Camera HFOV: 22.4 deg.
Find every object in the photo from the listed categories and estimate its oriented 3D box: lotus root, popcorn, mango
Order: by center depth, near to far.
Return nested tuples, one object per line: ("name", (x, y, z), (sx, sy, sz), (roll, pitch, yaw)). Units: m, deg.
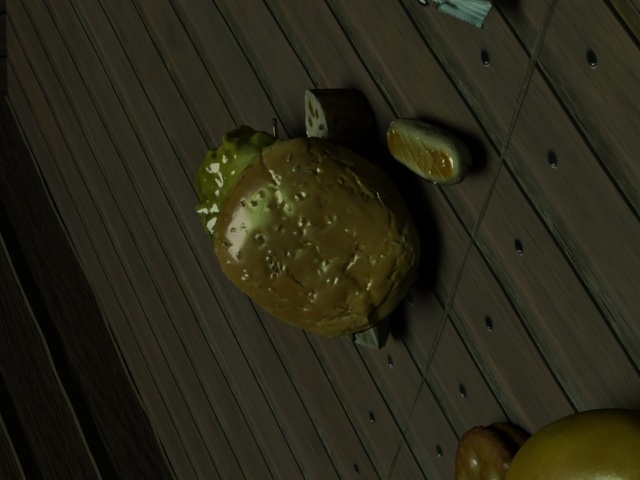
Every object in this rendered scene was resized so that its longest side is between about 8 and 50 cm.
("mango", (0.319, 0.288, 1.762), (0.317, 0.173, 0.211), (-28, 79, 62))
("lotus root", (0.023, -0.161, 2.312), (0.112, 0.081, 0.122), (-132, 33, -53))
("popcorn", (-0.075, -0.054, 2.534), (0.266, 0.192, 0.233), (42, 133, 15))

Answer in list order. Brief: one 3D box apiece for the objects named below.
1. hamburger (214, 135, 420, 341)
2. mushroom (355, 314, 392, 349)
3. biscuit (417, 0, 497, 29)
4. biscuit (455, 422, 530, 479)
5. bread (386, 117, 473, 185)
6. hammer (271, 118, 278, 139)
("hamburger", (0.000, -0.001, 2.220), (0.259, 0.283, 0.144), (-60, 5, 14))
("mushroom", (0.052, 0.053, 2.348), (0.096, 0.108, 0.247), (-143, 42, -68))
("biscuit", (0.137, -0.407, 1.847), (0.186, 0.079, 0.309), (-147, 45, -63))
("biscuit", (0.248, 0.346, 2.127), (0.220, 0.066, 0.220), (167, 90, -72))
("bread", (0.144, -0.114, 2.075), (0.214, 0.053, 0.073), (-147, 50, -64))
("hammer", (-0.069, -0.140, 2.658), (0.029, 0.014, 0.123), (15, 116, 56))
